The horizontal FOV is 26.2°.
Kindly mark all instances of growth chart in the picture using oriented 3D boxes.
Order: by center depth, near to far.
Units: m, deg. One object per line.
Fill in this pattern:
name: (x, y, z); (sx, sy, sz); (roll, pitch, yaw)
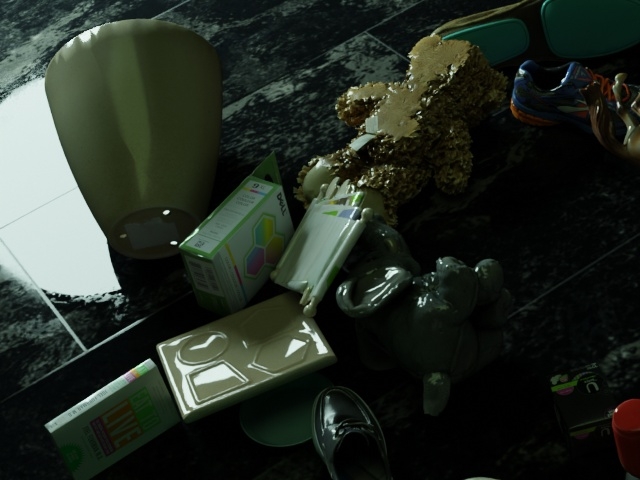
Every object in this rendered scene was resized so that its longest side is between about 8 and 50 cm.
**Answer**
growth chart: (0.000, 0.000, 1.721); (0.172, 0.021, 0.237); (-57, 17, -1)

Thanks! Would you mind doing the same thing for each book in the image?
book: (-0.245, 0.212, 1.618); (0.144, 0.096, 0.035); (-33, 44, -19)

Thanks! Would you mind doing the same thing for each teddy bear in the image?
teddy bear: (0.115, -0.134, 1.909); (0.245, 0.113, 0.338); (4, 51, 32)

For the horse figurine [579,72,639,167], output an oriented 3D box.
horse figurine: (0.472, -0.149, 1.802); (0.263, 0.066, 0.174); (1, 71, 9)

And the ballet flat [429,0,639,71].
ballet flat: (0.320, -0.316, 2.049); (0.343, 0.116, 0.124); (-14, 21, 8)

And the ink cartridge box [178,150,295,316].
ink cartridge box: (-0.089, -0.009, 1.811); (0.062, 0.109, 0.209); (17, 50, 32)

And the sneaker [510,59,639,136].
sneaker: (0.365, -0.201, 1.901); (0.221, 0.087, 0.083); (6, 46, 24)

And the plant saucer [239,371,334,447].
plant saucer: (-0.036, 0.202, 1.621); (0.119, 0.021, 0.119); (-9, 42, 8)

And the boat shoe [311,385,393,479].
boat shoe: (0.037, 0.237, 1.501); (0.080, 0.076, 0.228); (-7, 45, -5)

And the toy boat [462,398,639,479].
toy boat: (0.245, 0.302, 1.346); (0.318, 0.148, 0.267); (-42, 42, -17)

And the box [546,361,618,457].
box: (0.291, 0.186, 1.512); (0.062, 0.052, 0.083); (-16, 41, 1)

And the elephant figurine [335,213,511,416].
elephant figurine: (0.092, 0.078, 1.634); (0.239, 0.169, 0.186); (14, 18, 34)

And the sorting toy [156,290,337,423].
sorting toy: (-0.092, 0.143, 1.675); (0.193, 0.038, 0.208); (-22, 25, -7)

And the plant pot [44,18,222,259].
plant pot: (-0.245, -0.119, 1.912); (0.257, 0.256, 0.274); (-14, 57, 2)
